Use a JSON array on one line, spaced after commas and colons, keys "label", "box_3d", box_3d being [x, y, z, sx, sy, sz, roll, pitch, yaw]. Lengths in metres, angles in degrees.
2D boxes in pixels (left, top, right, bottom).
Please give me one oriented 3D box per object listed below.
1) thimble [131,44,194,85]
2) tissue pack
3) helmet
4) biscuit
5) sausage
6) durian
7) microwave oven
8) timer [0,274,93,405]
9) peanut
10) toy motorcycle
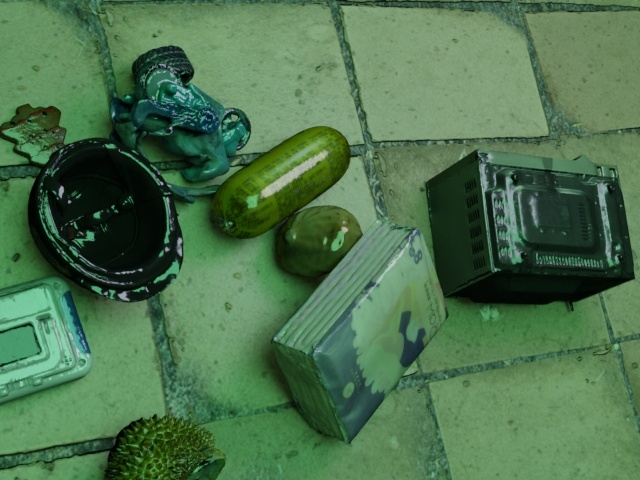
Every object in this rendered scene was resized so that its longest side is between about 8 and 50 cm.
[{"label": "thimble", "box_3d": [-0.285, -0.310, 1.852, 0.104, 0.095, 0.066, -25, 83, -17]}, {"label": "tissue pack", "box_3d": [0.081, 0.154, 1.817, 0.343, 0.125, 0.242, -47, 133, -30]}, {"label": "helmet", "box_3d": [-0.364, -0.024, 1.680, 0.230, 0.160, 0.279, -38, 103, -36]}, {"label": "biscuit", "box_3d": [-0.480, -0.176, 1.752, 0.119, 0.019, 0.130, -30, 89, -31]}, {"label": "sausage", "box_3d": [-0.066, -0.111, 1.876, 0.347, 0.123, 0.123, -36, 92, -36]}, {"label": "durian", "box_3d": [-0.279, 0.366, 1.596, 0.237, 0.193, 0.138, -24, 62, -42]}, {"label": "microwave oven", "box_3d": [0.428, -0.023, 2.049, 0.355, 0.218, 0.286, 4, 70, -26]}, {"label": "timer", "box_3d": [-0.496, 0.164, 1.598, 0.253, 0.078, 0.178, -17, 82, -31]}, {"label": "peanut", "box_3d": [0.000, 0.000, 1.874, 0.159, 0.109, 0.140, -5, 66, 8]}, {"label": "toy motorcycle", "box_3d": [-0.245, -0.183, 1.802, 0.260, 0.154, 0.206, 31, 74, -38]}]
